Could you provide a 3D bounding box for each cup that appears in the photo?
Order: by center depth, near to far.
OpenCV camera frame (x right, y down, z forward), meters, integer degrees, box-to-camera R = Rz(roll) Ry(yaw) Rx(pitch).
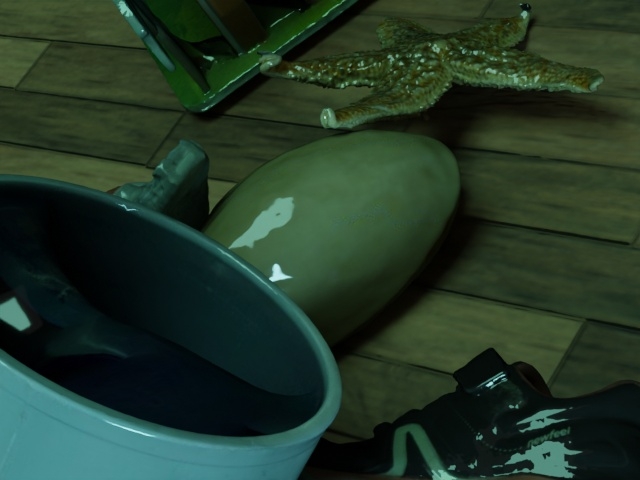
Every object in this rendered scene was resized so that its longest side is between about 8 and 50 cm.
[{"bbox_3d":[-0.175,0.143,1.098,0.311,0.257,0.331,-63,23,21],"label":"cup"}]

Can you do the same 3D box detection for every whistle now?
[{"bbox_3d":[-0.129,-0.008,1.352,0.123,0.223,0.123,7,60,-11],"label":"whistle"}]

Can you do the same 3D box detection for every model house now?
[{"bbox_3d":[-0.073,-0.297,1.485,0.300,0.323,0.340,-37,38,3],"label":"model house"}]

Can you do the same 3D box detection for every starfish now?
[{"bbox_3d":[0.075,-0.123,1.365,0.231,0.048,0.295,-20,27,-28],"label":"starfish"}]

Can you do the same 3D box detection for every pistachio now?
[{"bbox_3d":[0.000,0.000,1.298,0.226,0.136,0.136,-33,37,-5],"label":"pistachio"}]

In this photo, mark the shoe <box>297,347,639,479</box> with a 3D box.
[{"bbox_3d":[0.084,0.127,1.097,0.291,0.114,0.137,-1,56,35],"label":"shoe"}]
